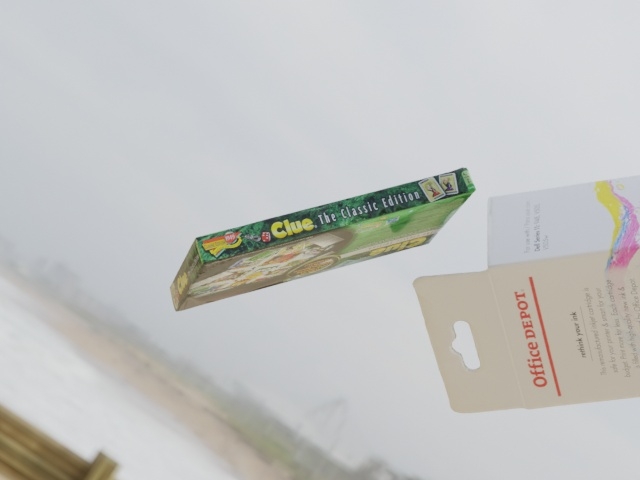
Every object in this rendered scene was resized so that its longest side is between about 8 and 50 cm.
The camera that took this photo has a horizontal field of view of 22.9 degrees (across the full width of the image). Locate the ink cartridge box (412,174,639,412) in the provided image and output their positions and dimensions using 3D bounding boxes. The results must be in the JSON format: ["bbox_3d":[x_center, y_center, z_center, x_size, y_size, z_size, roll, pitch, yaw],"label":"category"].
[{"bbox_3d":[0.285,0.050,1.565,0.353,0.119,0.207,-8,-51,14],"label":"ink cartridge box"}]

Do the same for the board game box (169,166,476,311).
[{"bbox_3d":[0.000,0.000,1.406,0.136,0.260,0.030,123,-51,-63],"label":"board game box"}]
